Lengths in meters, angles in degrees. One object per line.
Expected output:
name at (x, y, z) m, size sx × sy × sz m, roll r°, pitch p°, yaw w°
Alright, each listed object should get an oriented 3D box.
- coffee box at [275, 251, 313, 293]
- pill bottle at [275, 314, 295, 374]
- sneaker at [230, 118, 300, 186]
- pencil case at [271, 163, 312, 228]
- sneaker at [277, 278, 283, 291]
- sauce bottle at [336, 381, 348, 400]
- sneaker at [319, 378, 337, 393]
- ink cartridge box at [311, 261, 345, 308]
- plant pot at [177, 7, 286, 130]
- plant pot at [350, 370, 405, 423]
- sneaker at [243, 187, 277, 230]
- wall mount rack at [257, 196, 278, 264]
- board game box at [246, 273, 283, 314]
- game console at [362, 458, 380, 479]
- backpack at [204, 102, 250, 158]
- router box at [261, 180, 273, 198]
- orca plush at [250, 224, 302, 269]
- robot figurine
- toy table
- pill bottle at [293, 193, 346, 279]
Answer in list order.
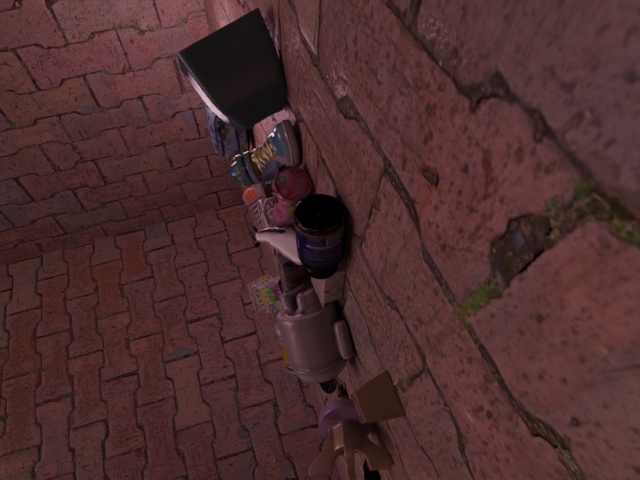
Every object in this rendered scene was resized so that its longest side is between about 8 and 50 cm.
coffee box at (-0.069, 0.134, 1.437) m, size 0.246 × 0.141 × 0.098 m, roll 86°, pitch 162°, yaw -48°
pill bottle at (-0.121, 0.490, 2.022) m, size 0.188 × 0.188 × 0.333 m, roll -141°, pitch 37°, yaw -69°
sneaker at (-0.181, -0.255, 1.250) m, size 0.319 × 0.208 × 0.127 m, roll 120°, pitch 133°, yaw -73°
pencil case at (-0.099, -0.125, 1.274) m, size 0.284 × 0.124 × 0.124 m, roll 108°, pitch 143°, yaw -71°
sneaker at (-0.115, 0.195, 1.603) m, size 0.107 × 0.124 × 0.283 m, roll -149°, pitch 57°, yaw -60°
sauce bottle at (0.089, 0.637, 1.635) m, size 0.042 × 0.042 × 0.128 m, roll -135°, pitch 29°, yaw -65°
sneaker at (0.023, 0.578, 1.828) m, size 0.234 × 0.084 × 0.097 m, roll 69°, pitch -169°, yaw 24°
ink cartridge box at (0.019, 0.105, 1.184) m, size 0.198 × 0.067 × 0.115 m, roll 93°, pitch 157°, yaw -53°
plant pot at (-0.233, -0.465, 1.171) m, size 0.252 × 0.247 × 0.248 m, roll 58°, pitch 173°, yaw -20°
plant pot at (0.135, 0.402, 0.999) m, size 0.109 × 0.096 × 0.109 m, roll 99°, pitch 153°, yaw -63°
sneaker at (-0.263, -0.124, 2.048) m, size 0.321 × 0.125 × 0.180 m, roll 59°, pitch -176°, yaw 13°
wall mount rack at (-0.169, -0.016, 1.733) m, size 0.304 × 0.131 × 0.350 m, roll 98°, pitch 152°, yaw -55°
board game box at (-0.208, 0.261, 1.933) m, size 0.275 × 0.142 × 0.144 m, roll 0°, pitch 110°, yaw 46°
game console at (0.200, 0.875, 1.536) m, size 0.107 × 0.071 × 0.122 m, roll 23°, pitch 136°, yaw 35°
backpack at (-0.488, -0.613, 2.117) m, size 0.290 × 0.273 × 0.355 m, roll 53°, pitch 170°, yaw 41°
router box at (-0.266, -0.279, 1.986) m, size 0.122 × 0.038 × 0.092 m, roll 97°, pitch 152°, yaw -62°
orca plush at (-0.095, 0.018, 1.329) m, size 0.102 × 0.287 × 0.151 m, roll -4°, pitch -86°, yaw -59°
robot figurine at (-0.024, 0.322, 1.340) m, size 0.300 × 0.200 × 0.353 m, roll -5°, pitch 104°, yaw 43°
toy table at (0.084, 0.642, 1.259) m, size 0.160 × 0.252 × 0.274 m, roll -97°, pitch -12°, yaw -49°
pill bottle at (0.000, 0.000, 0.996) m, size 0.219 × 0.123 × 0.122 m, roll 89°, pitch 160°, yaw -51°
